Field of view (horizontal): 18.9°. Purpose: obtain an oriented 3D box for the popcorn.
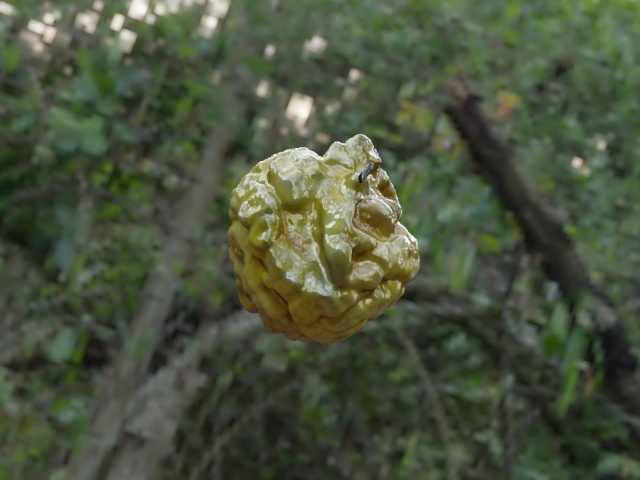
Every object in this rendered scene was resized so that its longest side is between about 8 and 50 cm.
[{"bbox_3d":[0.000,0.000,1.657,0.180,0.180,0.170,23,-34,-33],"label":"popcorn"}]
